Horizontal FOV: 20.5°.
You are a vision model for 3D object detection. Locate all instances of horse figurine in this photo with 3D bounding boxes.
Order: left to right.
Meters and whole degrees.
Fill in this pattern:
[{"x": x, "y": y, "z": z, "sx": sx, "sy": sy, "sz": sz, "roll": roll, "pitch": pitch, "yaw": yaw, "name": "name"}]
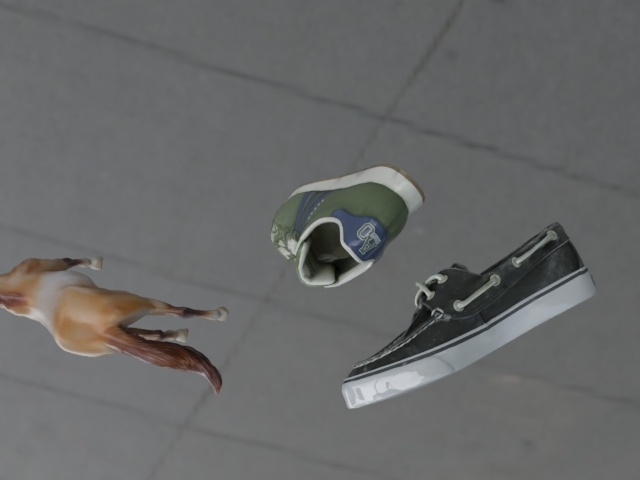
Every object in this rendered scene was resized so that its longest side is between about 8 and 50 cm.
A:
[{"x": -0.197, "y": 0.060, "z": 1.529, "sx": 0.263, "sy": 0.066, "sz": 0.174, "roll": 23, "pitch": -165, "yaw": 40, "name": "horse figurine"}]

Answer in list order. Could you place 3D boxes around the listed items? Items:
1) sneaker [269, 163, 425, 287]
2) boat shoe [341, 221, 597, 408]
[{"x": 0.000, "y": 0.000, "z": 1.399, "sx": 0.064, "sy": 0.086, "sz": 0.192, "roll": 45, "pitch": 150, "yaw": -15, "name": "sneaker"}, {"x": 0.101, "y": 0.054, "z": 1.309, "sx": 0.219, "sy": 0.070, "sz": 0.078, "roll": -26, "pitch": 180, "yaw": -24, "name": "boat shoe"}]
